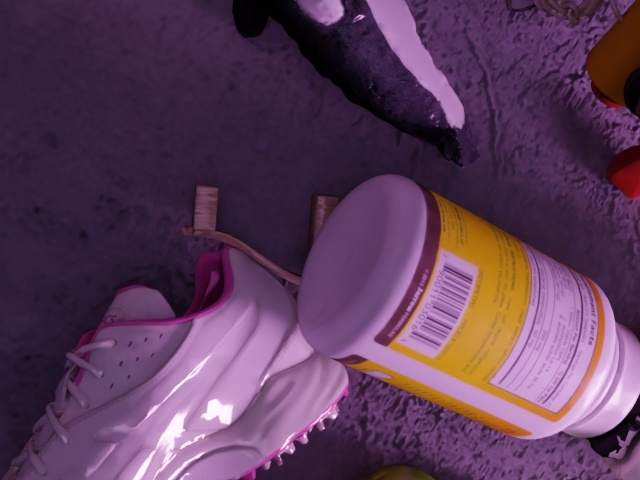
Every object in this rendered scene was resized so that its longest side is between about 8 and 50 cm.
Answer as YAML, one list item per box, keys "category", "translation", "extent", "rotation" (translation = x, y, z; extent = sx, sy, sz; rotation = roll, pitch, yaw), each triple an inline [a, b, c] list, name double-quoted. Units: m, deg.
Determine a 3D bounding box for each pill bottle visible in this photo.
- category: "pill bottle"
  translation: [0.101, 0.052, 0.560]
  extent: [0.215, 0.117, 0.117]
  rotation: [27, 90, -24]

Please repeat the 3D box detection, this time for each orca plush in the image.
- category: "orca plush"
  translation: [-0.004, -0.161, 0.576]
  extent: [0.287, 0.102, 0.151]
  rotation: [49, 41, -19]

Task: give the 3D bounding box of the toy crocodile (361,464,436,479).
- category: "toy crocodile"
  translation: [0.151, 0.280, 0.605]
  extent: [0.105, 0.115, 0.340]
  rotation: [-43, 98, 2]

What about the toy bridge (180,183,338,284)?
- category: "toy bridge"
  translation: [0.000, 0.000, 0.600]
  extent: [0.188, 0.026, 0.063]
  rotation: [4, 95, -11]

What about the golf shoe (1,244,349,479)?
- category: "golf shoe"
  translation: [-0.123, 0.113, 0.507]
  extent: [0.306, 0.115, 0.140]
  rotation: [-33, 100, -38]

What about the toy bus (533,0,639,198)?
- category: "toy bus"
  translation: [0.244, -0.079, 0.537]
  extent: [0.202, 0.104, 0.191]
  rotation: [-7, 133, 21]

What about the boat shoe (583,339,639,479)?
- category: "boat shoe"
  translation: [0.355, 0.161, 0.618]
  extent: [0.340, 0.127, 0.158]
  rotation: [32, 96, -10]

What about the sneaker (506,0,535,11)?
- category: "sneaker"
  translation: [0.075, -0.260, 0.559]
  extent: [0.271, 0.100, 0.108]
  rotation: [46, 117, -2]
